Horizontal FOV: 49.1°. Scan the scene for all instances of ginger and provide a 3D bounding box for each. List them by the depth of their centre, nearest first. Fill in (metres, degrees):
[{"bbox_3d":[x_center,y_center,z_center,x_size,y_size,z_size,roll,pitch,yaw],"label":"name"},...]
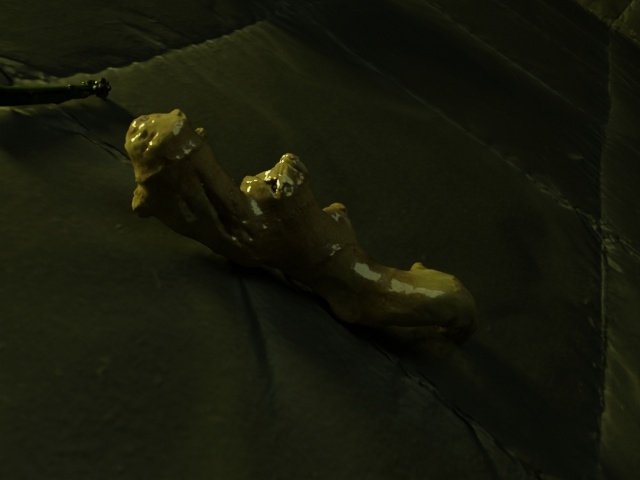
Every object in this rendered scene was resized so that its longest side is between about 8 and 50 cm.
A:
[{"bbox_3d":[0.000,0.000,0.478,0.288,0.075,0.089,25,74,-17],"label":"ginger"}]

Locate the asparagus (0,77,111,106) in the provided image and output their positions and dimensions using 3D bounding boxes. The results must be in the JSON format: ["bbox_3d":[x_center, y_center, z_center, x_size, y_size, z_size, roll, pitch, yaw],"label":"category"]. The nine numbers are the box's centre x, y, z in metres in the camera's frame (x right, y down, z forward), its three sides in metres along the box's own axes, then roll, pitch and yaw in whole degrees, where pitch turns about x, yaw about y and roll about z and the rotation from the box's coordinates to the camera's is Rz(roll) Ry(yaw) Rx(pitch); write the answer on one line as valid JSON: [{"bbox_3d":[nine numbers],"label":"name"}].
[{"bbox_3d":[-0.195,-0.103,0.488,0.015,0.018,0.127,4,14,30],"label":"asparagus"}]
